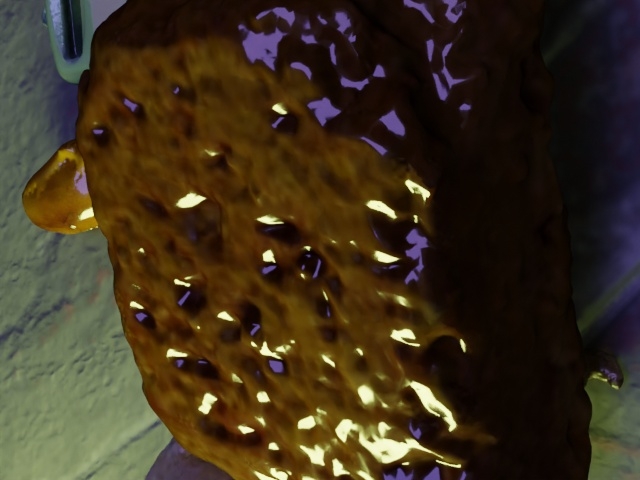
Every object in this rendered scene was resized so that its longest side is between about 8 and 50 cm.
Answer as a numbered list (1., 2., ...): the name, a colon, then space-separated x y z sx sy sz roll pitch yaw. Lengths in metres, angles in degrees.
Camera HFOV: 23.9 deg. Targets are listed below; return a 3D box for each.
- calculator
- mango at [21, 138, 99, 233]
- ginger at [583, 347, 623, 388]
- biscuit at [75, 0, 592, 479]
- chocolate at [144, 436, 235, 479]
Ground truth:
1. calculator: -0.152 -0.213 1.282 0.246 0.045 0.141 -7 88 38
2. mango: -0.215 -0.045 1.327 0.127 0.063 0.077 -22 83 41
3. ginger: 0.167 0.089 1.063 0.097 0.030 0.048 27 86 28
4. biscuit: 0.000 0.000 1.023 0.343 0.166 0.395 11 121 44
5. chocolate: -0.050 0.286 1.174 0.134 0.134 0.309 -36 71 33
